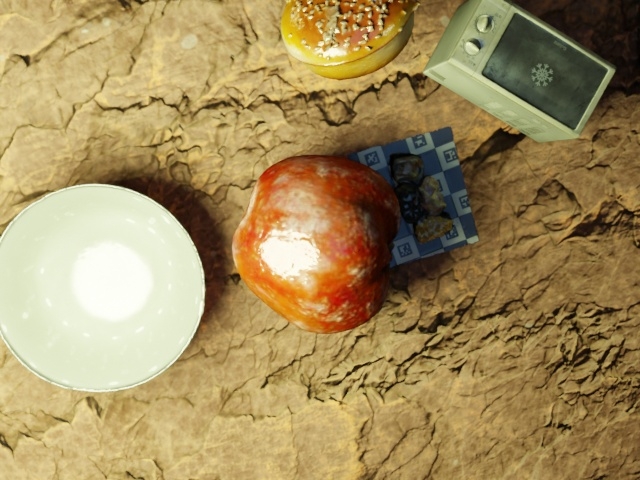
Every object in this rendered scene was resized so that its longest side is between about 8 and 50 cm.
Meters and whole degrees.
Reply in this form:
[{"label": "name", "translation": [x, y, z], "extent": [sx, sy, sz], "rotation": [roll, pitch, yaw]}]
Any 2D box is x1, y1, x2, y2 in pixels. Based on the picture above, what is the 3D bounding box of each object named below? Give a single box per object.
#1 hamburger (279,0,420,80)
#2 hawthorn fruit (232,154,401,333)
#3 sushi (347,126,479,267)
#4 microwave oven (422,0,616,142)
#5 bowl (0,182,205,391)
[{"label": "hamburger", "translation": [0.043, -0.350, 1.433], "extent": [0.236, 0.237, 0.147], "rotation": [-27, 131, 1]}, {"label": "hawthorn fruit", "translation": [0.000, 0.000, 1.483], "extent": [0.284, 0.284, 0.285], "rotation": [-1, 101, -4]}, {"label": "sushi", "translation": [0.162, -0.067, 1.577], "extent": [0.192, 0.050, 0.215], "rotation": [-16, 101, -1]}, {"label": "microwave oven", "translation": [0.314, -0.277, 1.481], "extent": [0.240, 0.194, 0.145], "rotation": [29, 92, -9]}, {"label": "bowl", "translation": [-0.354, 0.064, 1.508], "extent": [0.337, 0.157, 0.337], "rotation": [-1, 100, -5]}]
